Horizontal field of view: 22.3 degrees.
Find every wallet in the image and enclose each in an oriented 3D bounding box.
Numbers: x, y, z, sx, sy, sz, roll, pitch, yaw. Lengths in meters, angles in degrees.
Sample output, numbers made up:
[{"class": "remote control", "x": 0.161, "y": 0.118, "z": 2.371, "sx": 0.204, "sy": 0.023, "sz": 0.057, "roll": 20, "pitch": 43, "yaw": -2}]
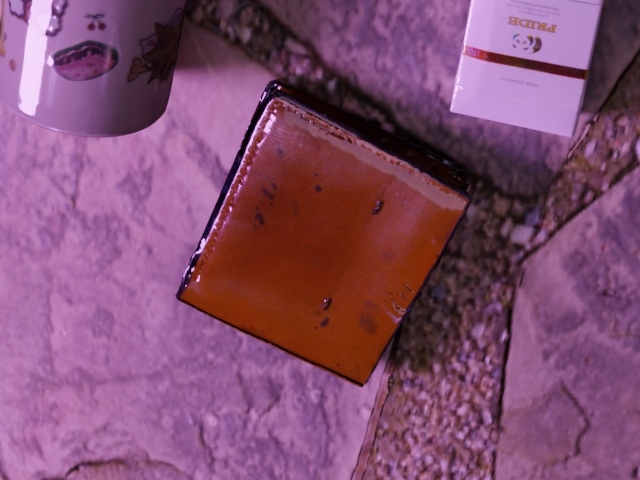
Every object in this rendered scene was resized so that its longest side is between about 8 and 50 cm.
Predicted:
[{"class": "wallet", "x": 0.002, "y": -0.001, "z": 1.138, "sx": 0.161, "sy": 0.042, "sz": 0.195, "roll": 27, "pitch": 123, "yaw": 3}]

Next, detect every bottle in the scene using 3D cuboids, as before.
[{"class": "bottle", "x": -0.135, "y": -0.198, "z": 1.015, "sx": 0.120, "sy": 0.120, "sz": 0.253, "roll": 15, "pitch": 121, "yaw": 5}]

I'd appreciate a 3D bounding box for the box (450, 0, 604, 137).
[{"class": "box", "x": 0.136, "y": -0.147, "z": 1.024, "sx": 0.084, "sy": 0.040, "sz": 0.154, "roll": 12, "pitch": 120, "yaw": 6}]
